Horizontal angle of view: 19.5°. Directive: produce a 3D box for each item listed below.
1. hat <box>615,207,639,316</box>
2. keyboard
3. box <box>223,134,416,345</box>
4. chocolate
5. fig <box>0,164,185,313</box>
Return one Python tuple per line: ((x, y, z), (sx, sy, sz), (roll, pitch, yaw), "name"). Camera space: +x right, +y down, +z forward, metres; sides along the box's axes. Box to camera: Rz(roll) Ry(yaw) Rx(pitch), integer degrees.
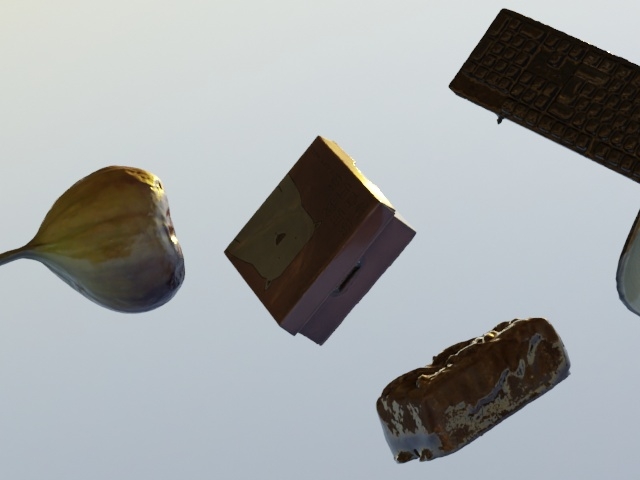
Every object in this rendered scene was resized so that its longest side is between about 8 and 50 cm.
((0.542, -0.019, 2.732), (0.301, 0.258, 0.168), (-60, -167, 2), "hat")
((0.246, -0.106, 1.582), (0.310, 0.018, 0.101), (31, -96, 36), "keyboard")
((0.000, 0.000, 2.447), (0.215, 0.086, 0.215), (-51, -144, 7), "box")
((0.166, 0.166, 2.120), (0.214, 0.093, 0.148), (-27, -179, -27), "chocolate")
((-0.245, -0.001, 1.961), (0.143, 0.160, 0.231), (-20, 164, 38), "fig")
